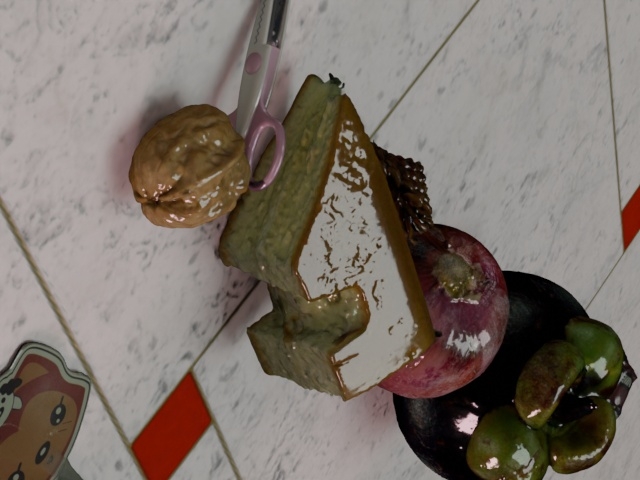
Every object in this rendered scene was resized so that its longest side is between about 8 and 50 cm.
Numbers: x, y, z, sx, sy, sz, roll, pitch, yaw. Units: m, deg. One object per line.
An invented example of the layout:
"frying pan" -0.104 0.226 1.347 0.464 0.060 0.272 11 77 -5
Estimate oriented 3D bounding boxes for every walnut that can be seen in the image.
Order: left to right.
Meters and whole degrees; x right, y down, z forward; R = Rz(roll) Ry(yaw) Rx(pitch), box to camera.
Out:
"walnut" -0.091 -0.052 1.291 0.096 0.082 0.079 -42 118 -39

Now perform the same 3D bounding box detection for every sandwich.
"sandwich" 0.000 0.000 1.423 0.128 0.122 0.235 -31 118 -23

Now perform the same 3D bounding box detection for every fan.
"fan" -0.202 0.159 1.337 0.132 0.009 0.220 -57 151 -16

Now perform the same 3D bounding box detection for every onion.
"onion" 0.084 0.074 1.653 0.159 0.159 0.195 -45 176 -35

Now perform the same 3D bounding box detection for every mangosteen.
"mangosteen" 0.183 0.142 1.770 0.243 0.243 0.243 -41 144 -39

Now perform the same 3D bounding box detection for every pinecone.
"pinecone" 0.046 -0.024 1.537 0.102 0.102 0.109 -3 125 -60

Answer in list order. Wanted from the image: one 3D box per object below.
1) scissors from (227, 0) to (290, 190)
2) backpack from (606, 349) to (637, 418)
"scissors" -0.045 -0.123 1.342 0.022 0.085 0.176 18 82 -44
"backpack" 0.311 0.189 2.171 0.165 0.106 0.120 -67 158 -4
